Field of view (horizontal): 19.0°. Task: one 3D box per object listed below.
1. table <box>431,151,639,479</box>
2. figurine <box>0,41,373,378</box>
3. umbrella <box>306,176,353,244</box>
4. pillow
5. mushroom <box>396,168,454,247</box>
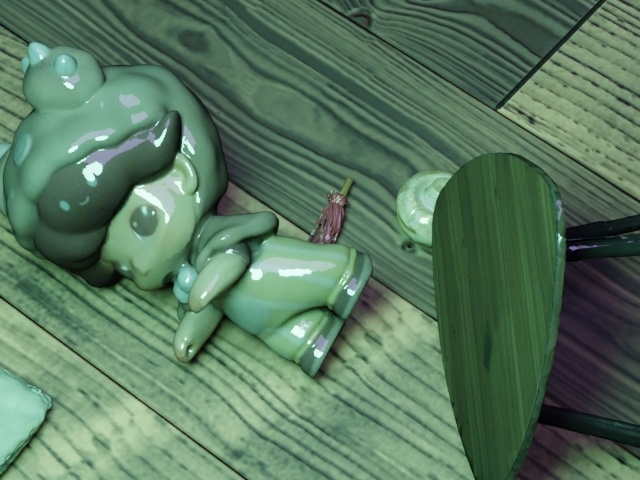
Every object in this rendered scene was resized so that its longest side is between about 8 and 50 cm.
[{"bbox_3d":[0.272,0.049,1.705,0.249,0.317,0.317,0,54,-15],"label":"table"},{"bbox_3d":[-0.134,-0.025,1.772,0.380,0.248,0.203,33,53,5],"label":"figurine"},{"bbox_3d":[0.000,0.000,1.872,0.027,0.025,0.165,30,57,-10],"label":"umbrella"},{"bbox_3d":[-0.367,0.139,1.732,0.229,0.051,0.128,25,50,12],"label":"pillow"},{"bbox_3d":[0.116,-0.034,1.877,0.083,0.067,0.083,7,51,-8],"label":"mushroom"}]
